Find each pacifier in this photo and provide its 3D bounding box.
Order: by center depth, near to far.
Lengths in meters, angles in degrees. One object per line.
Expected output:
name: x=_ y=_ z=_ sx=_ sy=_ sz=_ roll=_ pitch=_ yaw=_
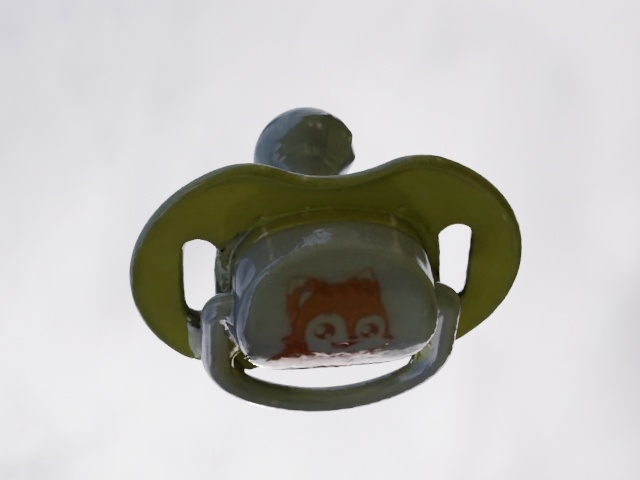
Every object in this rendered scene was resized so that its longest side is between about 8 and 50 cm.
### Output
pacifier: x=0.000 y=0.000 z=0.365 sx=0.068 sy=0.083 sz=0.064 roll=92 pitch=172 yaw=-46
